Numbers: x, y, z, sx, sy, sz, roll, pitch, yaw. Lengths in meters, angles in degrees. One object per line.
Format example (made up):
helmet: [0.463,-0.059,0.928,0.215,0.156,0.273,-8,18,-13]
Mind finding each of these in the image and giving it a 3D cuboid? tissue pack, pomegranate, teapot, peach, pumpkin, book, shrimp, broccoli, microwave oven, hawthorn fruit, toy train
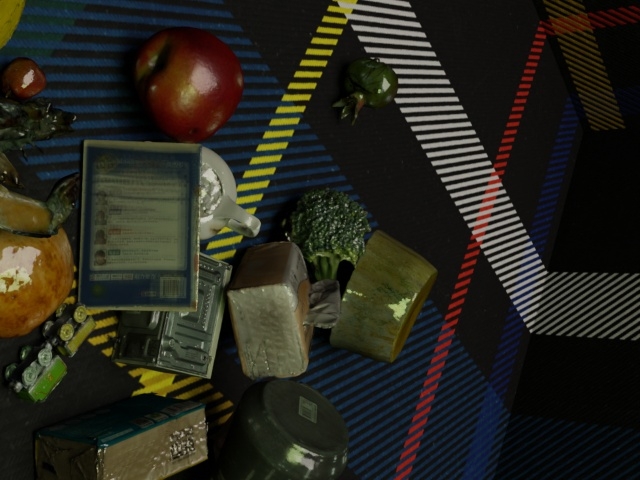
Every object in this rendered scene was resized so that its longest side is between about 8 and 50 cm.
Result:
tissue pack: [-0.066,0.139,1.841,0.305,0.238,0.239,-82,161,-74]
pomegranate: [-0.507,0.035,1.320,0.248,0.248,0.248,0,89,-54]
teapot: [-0.129,0.458,1.748,0.253,0.344,0.300,23,25,-33]
peach: [-0.259,-0.310,1.687,0.243,0.199,0.244,23,63,-54]
tissue pack: [-0.362,0.383,1.550,0.270,0.192,0.134,-10,96,-53]
pomegranate: [0.117,-0.409,2.279,0.191,0.152,0.131,-45,134,-19]
pumpkin: [0.174,0.154,2.182,0.332,0.199,0.332,19,90,-77]
book: [-0.340,-0.028,1.589,0.018,0.228,0.323,150,-58,-85]
teapot: [-0.256,-0.094,1.703,0.298,0.139,0.204,29,69,-20]
shrimp: [-0.470,-0.133,1.315,0.272,0.085,0.445,43,20,-5]
broccoli: [0.000,0.000,2.094,0.246,0.263,0.243,-19,132,-20]
microwave oven: [-0.298,0.141,1.686,0.194,0.145,0.241,29,67,-54]
hawthorn fruit: [-0.515,-0.277,1.449,0.077,0.077,0.077,0,89,-54]
toy train: [-0.479,0.198,1.504,0.202,0.060,0.081,-58,141,-36]

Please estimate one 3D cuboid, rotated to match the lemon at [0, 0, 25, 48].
lemon: [-0.567,-0.372,1.193,0.297,0.297,0.297,0,89,-54]
